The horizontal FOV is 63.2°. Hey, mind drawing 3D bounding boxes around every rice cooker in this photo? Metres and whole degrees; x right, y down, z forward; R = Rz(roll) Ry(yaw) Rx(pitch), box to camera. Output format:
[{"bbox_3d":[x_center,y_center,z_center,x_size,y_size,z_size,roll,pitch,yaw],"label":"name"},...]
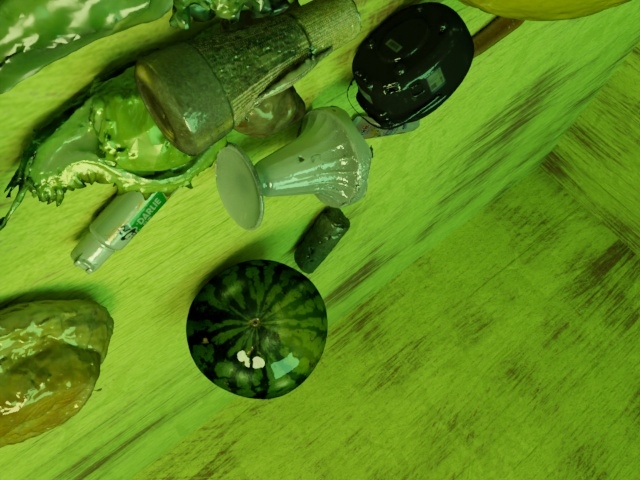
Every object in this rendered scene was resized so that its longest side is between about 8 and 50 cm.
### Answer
[{"bbox_3d":[0.133,-0.263,0.784,0.203,0.142,0.118,-43,150,4],"label":"rice cooker"}]

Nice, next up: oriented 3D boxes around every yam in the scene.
[{"bbox_3d":[0.000,0.000,1.239,0.078,0.078,0.179,-21,155,-48],"label":"yam"}]

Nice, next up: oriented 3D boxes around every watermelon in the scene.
[{"bbox_3d":[-0.124,0.181,1.068,0.285,0.285,0.285,-37,162,-14],"label":"watermelon"}]

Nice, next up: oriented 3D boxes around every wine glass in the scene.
[{"bbox_3d":[-0.041,-0.103,0.777,0.197,0.165,0.165,-25,157,-33],"label":"wine glass"}]

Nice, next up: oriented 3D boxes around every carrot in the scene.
[{"bbox_3d":[0.313,-0.389,1.027,0.248,0.043,0.043,-37,162,-5],"label":"carrot"}]

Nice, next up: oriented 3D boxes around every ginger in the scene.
[{"bbox_3d":[-0.054,-0.204,0.514,0.104,0.080,0.204,7,91,-39],"label":"ginger"}]

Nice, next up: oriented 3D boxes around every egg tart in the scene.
[{"bbox_3d":[-0.430,0.211,0.756,0.319,0.128,0.319,-35,162,-13],"label":"egg tart"}]

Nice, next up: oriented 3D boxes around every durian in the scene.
[{"bbox_3d":[-0.174,-0.120,0.542,0.375,0.107,0.132,-40,158,-18],"label":"durian"}]

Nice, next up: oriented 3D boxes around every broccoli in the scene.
[{"bbox_3d":[-0.142,-0.217,0.394,0.275,0.177,0.198,-19,-150,26],"label":"broccoli"}]

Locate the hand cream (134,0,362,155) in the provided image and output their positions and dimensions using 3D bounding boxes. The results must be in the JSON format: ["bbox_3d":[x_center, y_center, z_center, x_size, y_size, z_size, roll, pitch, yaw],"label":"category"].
[{"bbox_3d":[-0.050,-0.152,0.440,0.203,0.084,0.084,-35,161,-20],"label":"hand cream"}]

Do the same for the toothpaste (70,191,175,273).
[{"bbox_3d":[-0.200,-0.085,0.668,0.314,0.056,0.058,-46,-153,3],"label":"toothpaste"}]

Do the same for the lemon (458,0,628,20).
[{"bbox_3d":[0.190,-0.349,0.378,0.387,0.349,0.349,-11,145,-53],"label":"lemon"}]

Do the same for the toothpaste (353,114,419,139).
[{"bbox_3d":[0.122,-0.226,1.019,0.195,0.042,0.067,-18,155,-40],"label":"toothpaste"}]
